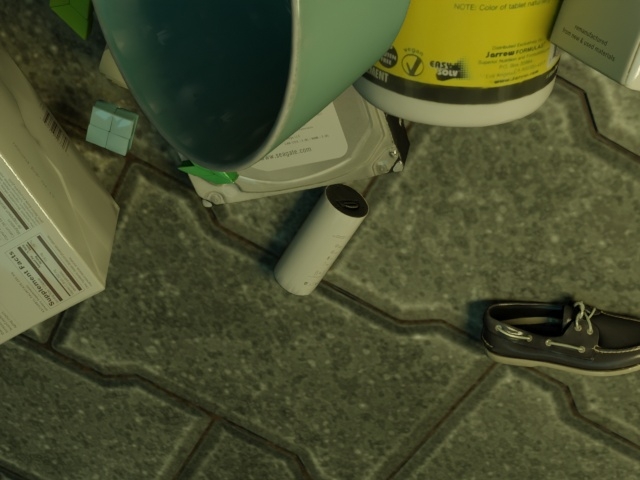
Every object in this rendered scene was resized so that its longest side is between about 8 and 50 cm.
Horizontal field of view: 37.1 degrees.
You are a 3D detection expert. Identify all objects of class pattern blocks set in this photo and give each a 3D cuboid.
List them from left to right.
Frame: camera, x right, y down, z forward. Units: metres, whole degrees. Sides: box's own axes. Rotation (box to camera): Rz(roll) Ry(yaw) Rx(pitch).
[{"bbox_3d":[-0.119,-0.196,0.900,0.285,0.026,0.324,14,127,4],"label":"pattern blocks set"}]

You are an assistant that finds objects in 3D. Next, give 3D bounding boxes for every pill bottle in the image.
[{"bbox_3d":[0.118,-0.275,0.760,0.188,0.188,0.334,8,126,9],"label":"pill bottle"}]

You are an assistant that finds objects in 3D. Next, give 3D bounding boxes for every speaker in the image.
[{"bbox_3d":[0.000,0.000,1.073,0.055,0.055,0.136,28,127,-7],"label":"speaker"}]

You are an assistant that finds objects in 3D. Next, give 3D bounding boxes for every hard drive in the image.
[{"bbox_3d":[-0.070,-0.200,0.942,0.237,0.064,0.339,-9,122,20],"label":"hard drive"}]

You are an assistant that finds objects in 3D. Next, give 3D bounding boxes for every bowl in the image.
[{"bbox_3d":[-0.045,-0.219,0.705,0.311,0.163,0.311,36,137,43],"label":"bowl"}]

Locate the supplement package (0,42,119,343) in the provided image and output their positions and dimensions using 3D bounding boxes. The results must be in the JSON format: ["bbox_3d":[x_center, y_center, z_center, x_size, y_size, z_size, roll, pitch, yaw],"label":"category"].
[{"bbox_3d":[-0.351,-0.061,1.006,0.145,0.204,0.262,-28,116,7],"label":"supplement package"}]

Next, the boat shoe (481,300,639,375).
[{"bbox_3d":[0.280,0.102,1.064,0.206,0.075,0.065,-1,128,20],"label":"boat shoe"}]

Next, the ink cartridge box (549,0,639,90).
[{"bbox_3d":[0.324,-0.245,0.695,0.207,0.117,0.283,6,116,-23],"label":"ink cartridge box"}]
